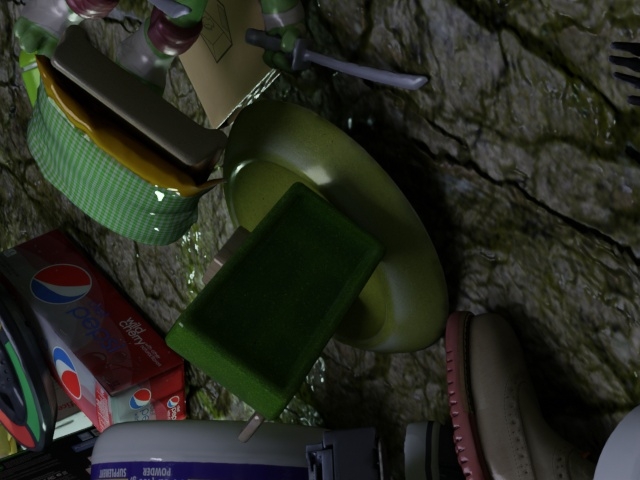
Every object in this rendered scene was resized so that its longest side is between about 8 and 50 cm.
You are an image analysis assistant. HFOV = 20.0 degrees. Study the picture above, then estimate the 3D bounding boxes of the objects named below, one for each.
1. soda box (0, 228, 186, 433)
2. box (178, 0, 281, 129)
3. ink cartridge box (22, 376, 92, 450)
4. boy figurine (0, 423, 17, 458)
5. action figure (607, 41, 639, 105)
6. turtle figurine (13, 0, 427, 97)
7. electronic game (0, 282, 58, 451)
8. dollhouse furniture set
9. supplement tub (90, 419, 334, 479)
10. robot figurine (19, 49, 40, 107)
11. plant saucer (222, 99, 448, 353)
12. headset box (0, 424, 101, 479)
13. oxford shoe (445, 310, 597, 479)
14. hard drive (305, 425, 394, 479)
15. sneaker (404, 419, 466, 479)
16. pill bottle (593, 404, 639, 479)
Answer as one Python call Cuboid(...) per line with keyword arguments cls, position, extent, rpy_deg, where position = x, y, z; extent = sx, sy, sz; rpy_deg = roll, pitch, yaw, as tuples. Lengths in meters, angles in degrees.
Cuboid(cls="soda box", position=(-0.247, 0.100, 1.905), extent=(0.263, 0.092, 0.083), rpy_deg=(43, 144, 38))
Cuboid(cls="box", position=(-0.097, -0.211, 1.530), extent=(0.201, 0.021, 0.164), rpy_deg=(63, 150, 7))
Cuboid(cls="ink cartridge box", position=(-0.329, 0.177, 2.095), extent=(0.122, 0.088, 0.052), rpy_deg=(49, 145, 29))
Cuboid(cls="boy figurine", position=(-0.438, 0.284, 2.347), extent=(0.177, 0.092, 0.285), rpy_deg=(-21, 94, 63))
Cuboid(cls="action figure", position=(0.240, -0.133, 0.914), extent=(0.276, 0.141, 0.164), rpy_deg=(-12, 87, 62))
Cuboid(cls="turtle figurine", position=(-0.112, -0.174, 1.374), extent=(0.266, 0.198, 0.274), rpy_deg=(-35, 75, 46))
Cuboid(cls="electronic game", position=(-0.350, 0.124, 1.960), extent=(0.229, 0.048, 0.229), rpy_deg=(44, 148, 36))
Cuboid(cls="dollhouse furniture set", position=(-0.130, 0.008, 1.363), extent=(0.301, 0.151, 0.197), rpy_deg=(36, 153, 1))
Cuboid(cls="supplement tub", position=(-0.083, 0.326, 1.537), extent=(0.241, 0.241, 0.331), rpy_deg=(-18, 67, 60))
Cuboid(cls="robot figurine", position=(-0.255, -0.155, 1.777), extent=(0.115, 0.067, 0.101), rpy_deg=(71, 162, -5))
Cuboid(cls="plant saucer", position=(0.000, 0.000, 1.433), extent=(0.241, 0.037, 0.241), rpy_deg=(38, 151, 26))
Cuboid(cls="headset box", position=(-0.299, 0.385, 2.021), extent=(0.131, 0.246, 0.283), rpy_deg=(32, 135, 55))
Cuboid(cls="oxford shoe", position=(0.186, 0.198, 1.278), extent=(0.123, 0.130, 0.348), rpy_deg=(33, -144, -68))
Cuboid(cls="hard drive", position=(0.049, 0.331, 1.351), extent=(0.237, 0.064, 0.339), rpy_deg=(-93, -8, -45))
Cuboid(cls="sneaker", position=(0.140, 0.287, 1.385), extent=(0.126, 0.127, 0.321), rpy_deg=(65, -164, -66))
Cuboid(cls="pill bottle", position=(0.289, 0.156, 0.998), extent=(0.283, 0.160, 0.160), rpy_deg=(-3, 106, 59))
